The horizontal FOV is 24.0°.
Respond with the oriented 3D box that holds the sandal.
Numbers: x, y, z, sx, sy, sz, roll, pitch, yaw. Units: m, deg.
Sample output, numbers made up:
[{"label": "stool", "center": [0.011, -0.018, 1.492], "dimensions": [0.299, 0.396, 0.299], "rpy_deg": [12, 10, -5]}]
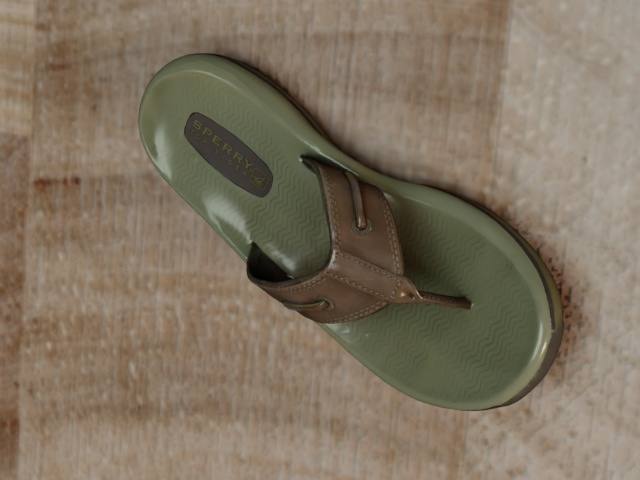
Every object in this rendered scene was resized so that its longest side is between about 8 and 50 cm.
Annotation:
[{"label": "sandal", "center": [-0.002, 0.001, 0.859], "dimensions": [0.302, 0.086, 0.120], "rpy_deg": [34, 113, 21]}]
